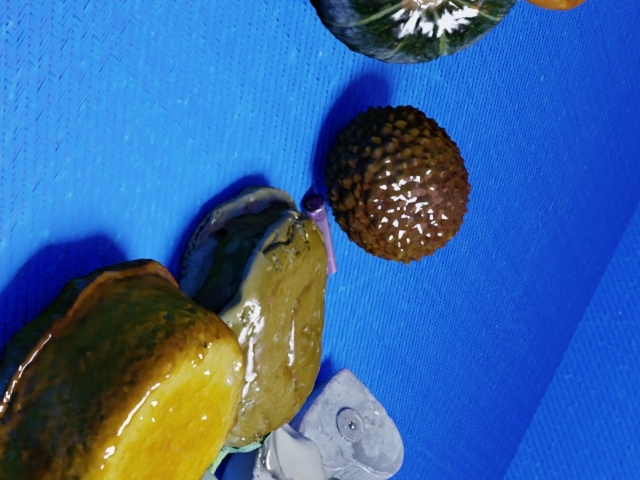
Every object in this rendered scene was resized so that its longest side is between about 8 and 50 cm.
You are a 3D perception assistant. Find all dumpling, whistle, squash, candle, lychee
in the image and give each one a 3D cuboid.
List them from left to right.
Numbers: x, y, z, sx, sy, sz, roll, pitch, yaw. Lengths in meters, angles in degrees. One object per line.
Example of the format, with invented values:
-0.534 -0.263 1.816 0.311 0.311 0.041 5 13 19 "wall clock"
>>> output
-0.062 0.291 2.051 0.247 0.142 0.173 98 -7 -60 "dumpling"
0.000 0.000 1.991 0.033 0.033 0.176 -54 156 -27 "whistle"
0.028 0.270 2.196 0.192 0.169 0.068 13 147 -35 "candle"
0.099 -0.070 1.942 0.238 0.200 0.200 23 91 -60 "lychee"
0.103 -0.310 1.632 0.165 0.252 0.252 -109 -161 -48 "squash"

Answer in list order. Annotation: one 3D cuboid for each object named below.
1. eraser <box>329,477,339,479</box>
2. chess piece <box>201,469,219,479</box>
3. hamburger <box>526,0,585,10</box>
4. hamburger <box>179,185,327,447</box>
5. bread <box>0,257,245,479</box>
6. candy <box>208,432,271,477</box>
-0.061 0.424 2.175 0.352 0.111 0.077 -45 145 -42 "eraser"
-0.224 0.375 1.776 0.271 0.139 0.139 -45 153 -17 "chess piece"
0.229 -0.414 1.827 0.291 0.225 0.291 -42 141 -46 "hamburger"
-0.070 0.091 1.759 0.265 0.134 0.285 -33 137 -51 "hamburger"
-0.205 0.166 1.495 0.312 0.172 0.312 -49 155 -32 "bread"
-0.146 0.309 1.926 0.305 0.091 0.083 -63 162 11 "candy"
